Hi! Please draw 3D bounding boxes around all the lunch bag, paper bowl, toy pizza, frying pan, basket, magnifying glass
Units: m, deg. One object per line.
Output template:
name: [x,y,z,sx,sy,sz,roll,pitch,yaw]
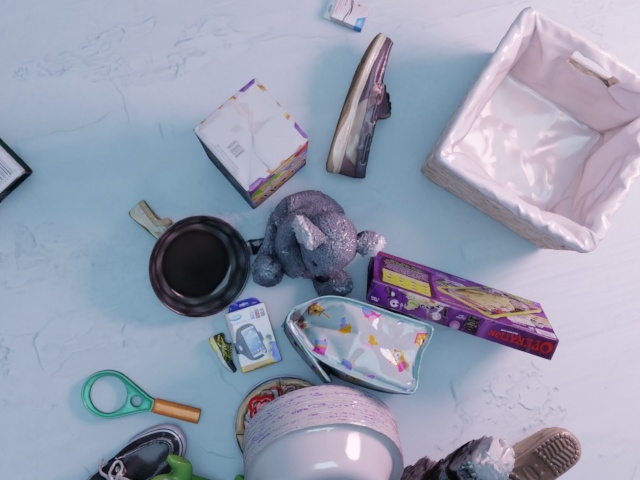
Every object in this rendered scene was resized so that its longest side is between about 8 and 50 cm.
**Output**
lunch bag: [0.054,0.189,1.623,0.262,0.223,0.160,16,80,0]
paper bowl: [0.006,0.399,1.559,0.284,0.148,0.284,-4,131,-5]
toy pizza: [-0.067,0.359,1.697,0.201,0.032,0.201,0,83,-2]
frying pan: [-0.183,0.007,1.695,0.326,0.053,0.197,-41,111,-12]
basket: [0.403,-0.183,1.641,0.328,0.266,0.331,32,85,0]
magnifying glass: [-0.344,0.310,1.698,0.230,0.026,0.092,14,86,-2]

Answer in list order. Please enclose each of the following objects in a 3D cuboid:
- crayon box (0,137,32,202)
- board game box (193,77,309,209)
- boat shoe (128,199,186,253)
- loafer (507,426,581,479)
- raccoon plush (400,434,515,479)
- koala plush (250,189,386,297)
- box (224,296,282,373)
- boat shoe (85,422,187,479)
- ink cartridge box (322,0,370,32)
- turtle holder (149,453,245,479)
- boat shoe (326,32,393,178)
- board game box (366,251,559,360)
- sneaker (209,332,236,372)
crayon box: [-0.731,-0.177,1.664,0.202,0.081,0.318,-43,97,-2]
board game box: [-0.119,-0.167,1.612,0.142,0.275,0.144,-41,88,-4]
boat shoe: [-0.307,-0.027,1.708,0.135,0.050,0.045,38,91,0]
loafer: [0.377,0.445,1.689,0.268,0.092,0.102,-34,87,12]
raccoon plush: [0.252,0.544,1.534,0.299,0.446,0.216,46,59,2]
koala plush: [0.000,0.000,1.616,0.196,0.221,0.203,12,84,-18]
box: [-0.132,0.180,1.714,0.081,0.028,0.136,-18,89,-3]
boat shoe: [-0.382,0.456,1.646,0.306,0.105,0.113,-33,88,-4]
ink cartridge box: [0.051,-0.454,1.762,0.083,0.028,0.048,21,85,0]
turtle holder: [-0.202,0.556,1.596,0.320,0.243,0.228,20,103,-39]
boat shoe: [0.093,-0.257,1.720,0.092,0.103,0.285,20,89,-6]
board game box: [0.255,0.114,1.644,0.346,0.208,0.056,18,110,0]
sneaker: [-0.182,0.215,1.707,0.035,0.031,0.083,-32,88,-5]
